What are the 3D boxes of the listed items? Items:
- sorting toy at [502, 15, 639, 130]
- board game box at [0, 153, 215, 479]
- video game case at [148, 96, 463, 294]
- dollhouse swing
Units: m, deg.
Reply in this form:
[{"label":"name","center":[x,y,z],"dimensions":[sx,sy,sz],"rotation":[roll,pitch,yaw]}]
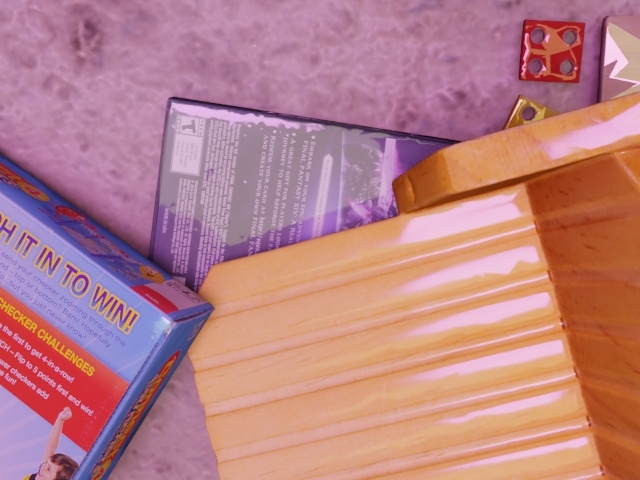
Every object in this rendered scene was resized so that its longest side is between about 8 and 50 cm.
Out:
[{"label":"sorting toy","center":[0.272,-0.110,0.760],"dimensions":[0.274,0.046,0.132],"rotation":[-1,103,-2]},{"label":"board game box","center":[-0.288,0.092,0.720],"dimensions":[0.308,0.086,0.302],"rotation":[35,99,10]},{"label":"video game case","center":[0.000,0.000,0.788],"dimensions":[0.274,0.026,0.196],"rotation":[8,102,-5]},{"label":"dollhouse swing","center":[0.071,0.125,0.635],"dimensions":[0.304,0.315,0.347],"rotation":[-14,89,-4]}]
